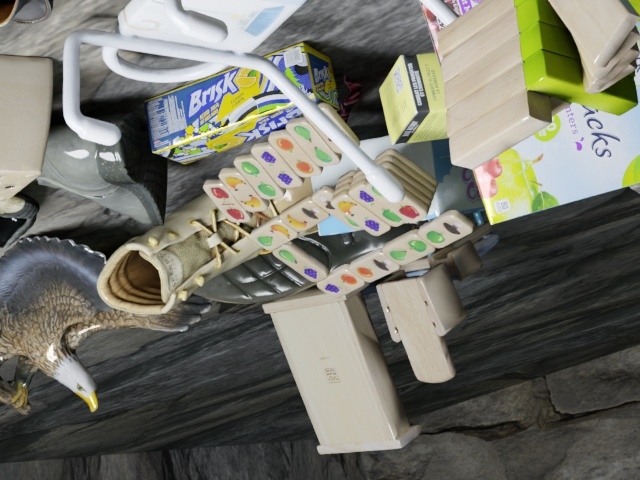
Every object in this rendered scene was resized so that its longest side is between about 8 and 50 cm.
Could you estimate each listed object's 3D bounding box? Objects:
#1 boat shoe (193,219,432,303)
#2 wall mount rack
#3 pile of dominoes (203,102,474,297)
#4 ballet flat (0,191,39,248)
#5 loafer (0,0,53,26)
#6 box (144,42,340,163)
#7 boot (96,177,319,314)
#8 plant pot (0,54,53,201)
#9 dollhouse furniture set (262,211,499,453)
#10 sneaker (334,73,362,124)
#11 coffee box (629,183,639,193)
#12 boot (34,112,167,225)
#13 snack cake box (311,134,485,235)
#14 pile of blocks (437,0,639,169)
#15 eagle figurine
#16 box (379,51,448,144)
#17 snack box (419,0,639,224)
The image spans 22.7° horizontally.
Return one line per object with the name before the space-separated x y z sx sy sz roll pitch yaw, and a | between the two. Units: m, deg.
boat shoe | 0.000 0.000 1.861 0.323 0.123 0.120 -14 171 8
wall mount rack | -0.019 -0.138 1.216 0.304 0.131 0.350 6 160 -28
pile of dominoes | 0.004 -0.020 1.492 0.196 0.040 0.251 35 146 -19
ballet flat | -0.313 -0.023 1.600 0.057 0.049 0.173 21 170 -2
loafer | -0.228 -0.174 1.095 0.062 0.061 0.170 -16 166 13
box | -0.071 -0.122 1.444 0.168 0.054 0.059 -17 165 22
boot | -0.094 -0.010 1.652 0.262 0.095 0.203 -17 -167 41
plant pot | -0.284 -0.088 1.318 0.109 0.096 0.109 -2 163 -38
dollhouse furniture set | 0.137 0.096 1.933 0.286 0.198 0.303 -11 -166 44
sneaker | 0.017 -0.129 1.526 0.057 0.047 0.119 -25 166 6
coffee box | 0.475 -0.139 1.689 0.297 0.119 0.168 -18 165 23
boot | -0.237 -0.071 1.515 0.161 0.084 0.246 -1 168 7
snack cake box | 0.131 -0.069 1.609 0.152 0.089 0.264 -6 -177 41
pile of blocks | 0.215 -0.184 1.026 0.112 0.149 0.362 11 129 -32
eagle figurine | -0.305 0.097 1.906 0.298 0.225 0.226 -43 -167 17
box | 0.175 -0.135 1.393 0.232 0.058 0.087 -8 165 -13
snack box | 0.190 -0.137 1.275 0.174 0.207 0.070 -15 -169 16
